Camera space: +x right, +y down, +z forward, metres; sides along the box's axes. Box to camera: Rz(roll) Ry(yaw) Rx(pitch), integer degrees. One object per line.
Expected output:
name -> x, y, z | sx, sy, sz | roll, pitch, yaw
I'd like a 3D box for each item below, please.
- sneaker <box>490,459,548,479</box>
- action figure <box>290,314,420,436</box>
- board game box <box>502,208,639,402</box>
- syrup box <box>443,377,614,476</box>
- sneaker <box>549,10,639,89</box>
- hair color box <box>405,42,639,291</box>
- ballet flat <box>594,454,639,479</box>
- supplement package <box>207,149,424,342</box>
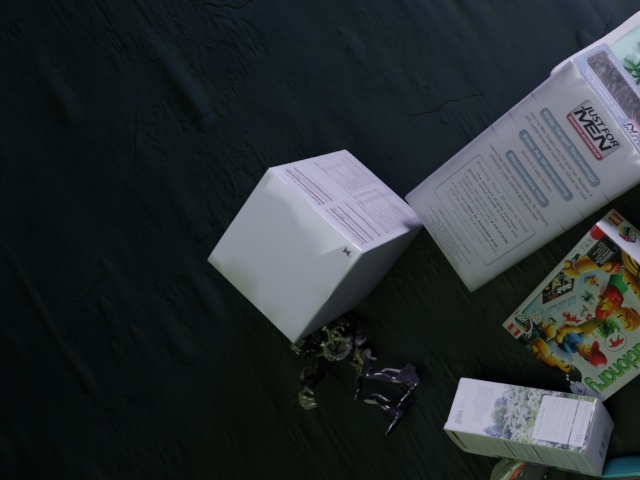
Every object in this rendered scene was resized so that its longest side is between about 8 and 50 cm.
sneaker -> 0.353, 0.365, 1.629 | 0.065, 0.061, 0.158 | 39, 120, -15
action figure -> 0.033, 0.209, 1.706 | 0.276, 0.141, 0.164 | 33, 126, 16
board game box -> 0.413, 0.110, 1.457 | 0.193, 0.053, 0.305 | 45, 145, 12
syrup box -> 0.325, 0.291, 1.560 | 0.237, 0.096, 0.093 | 3, 58, 36
sneaker -> 0.465, -0.239, 1.402 | 0.256, 0.094, 0.151 | -34, 79, 39
hair color box -> 0.312, -0.095, 1.448 | 0.185, 0.113, 0.374 | 56, 137, 6
ballet flat -> 0.570, 0.365, 1.483 | 0.316, 0.107, 0.106 | -18, 96, 40
supplement package -> 0.000, 0.000, 1.604 | 0.198, 0.263, 0.199 | 43, 116, 13
